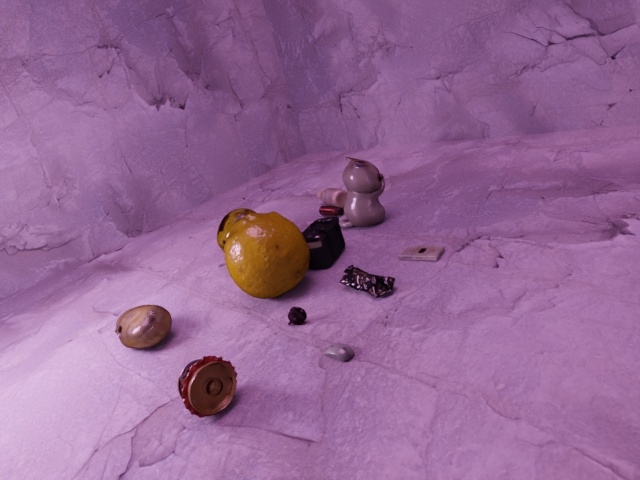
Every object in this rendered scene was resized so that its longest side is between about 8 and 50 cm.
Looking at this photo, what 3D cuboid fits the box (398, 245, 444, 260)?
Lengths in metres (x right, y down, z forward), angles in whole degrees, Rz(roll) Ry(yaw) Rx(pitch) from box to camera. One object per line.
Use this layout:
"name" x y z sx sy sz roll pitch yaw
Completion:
"box" 0.412 0.051 1.771 0.166 0.024 0.090 0 27 38

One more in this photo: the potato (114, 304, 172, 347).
"potato" -0.719 0.346 1.748 0.296 0.141 0.192 1 44 37

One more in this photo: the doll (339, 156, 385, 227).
"doll" 0.220 -0.237 2.234 0.225 0.371 0.215 -1 22 -9

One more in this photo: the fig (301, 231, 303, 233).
"fig" -0.116 0.021 2.150 0.177 0.117 0.117 -20 14 44

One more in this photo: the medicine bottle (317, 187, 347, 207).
"medicine bottle" 0.067 -0.270 2.688 0.114 0.114 0.252 -26 24 -22

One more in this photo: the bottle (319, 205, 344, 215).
"bottle" 0.067 -0.174 2.535 0.060 0.060 0.164 -33 27 -35

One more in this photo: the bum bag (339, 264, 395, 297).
"bum bag" 0.170 0.154 1.643 0.248 0.069 0.102 14 61 49

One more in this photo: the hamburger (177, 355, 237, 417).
"hamburger" -0.337 0.421 1.263 0.175 0.175 0.136 -34 14 -37

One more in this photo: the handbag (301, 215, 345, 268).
"handbag" 0.000 0.000 1.990 0.181 0.182 0.254 -3 24 30

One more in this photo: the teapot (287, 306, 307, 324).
"teapot" -0.087 0.275 1.548 0.100 0.067 0.045 -46 6 33

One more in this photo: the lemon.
"lemon" -0.228 0.054 1.785 0.349 0.387 0.350 -34 18 12

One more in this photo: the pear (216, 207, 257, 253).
"pear" -0.416 -0.033 2.281 0.283 0.284 0.284 -15 22 6

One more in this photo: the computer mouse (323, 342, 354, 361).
"computer mouse" 0.052 0.337 1.333 0.110 0.032 0.056 4 29 42
